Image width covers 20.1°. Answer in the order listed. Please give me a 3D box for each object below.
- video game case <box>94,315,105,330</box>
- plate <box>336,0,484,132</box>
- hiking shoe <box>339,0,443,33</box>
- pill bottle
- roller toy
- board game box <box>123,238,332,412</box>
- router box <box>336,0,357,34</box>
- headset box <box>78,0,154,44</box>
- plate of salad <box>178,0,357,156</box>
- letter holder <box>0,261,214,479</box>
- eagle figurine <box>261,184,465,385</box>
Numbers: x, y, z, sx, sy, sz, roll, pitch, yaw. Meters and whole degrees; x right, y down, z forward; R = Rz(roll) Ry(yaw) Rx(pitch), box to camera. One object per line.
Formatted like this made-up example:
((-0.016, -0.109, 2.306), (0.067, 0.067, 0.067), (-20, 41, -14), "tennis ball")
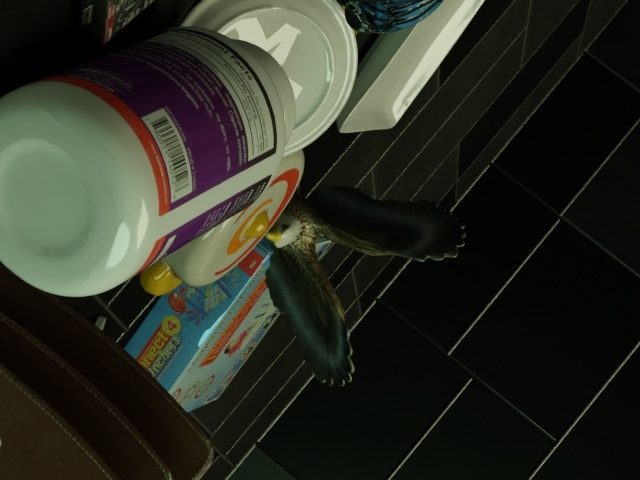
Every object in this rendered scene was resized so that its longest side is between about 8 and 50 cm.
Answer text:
((-0.278, 0.151, 2.114), (0.122, 0.011, 0.087), (-76, -175, -68), "video game case")
((0.128, -0.270, 2.454), (0.277, 0.045, 0.278), (-55, 168, 14), "plate")
((0.067, -0.241, 1.696), (0.132, 0.113, 0.304), (-56, 166, 25), "hiking shoe")
((-0.150, -0.082, 1.580), (0.181, 0.181, 0.323), (-58, 168, 30), "pill bottle")
((-0.116, -0.053, 1.902), (0.209, 0.146, 0.191), (-42, 166, -37), "roller toy")
((-0.139, 0.099, 2.466), (0.308, 0.086, 0.302), (-54, 169, 13), "board game box")
((0.048, -0.329, 1.837), (0.243, 0.081, 0.309), (-45, 168, -26), "router box")
((-0.167, -0.207, 1.498), (0.083, 0.032, 0.062), (-45, 167, -27), "headset box")
((-0.060, -0.171, 1.776), (0.200, 0.199, 0.048), (-54, -149, 13), "plate of salad")
((-0.264, 0.150, 1.554), (0.214, 0.302, 0.152), (-50, 169, -9), "letter holder")
((-0.005, 0.004, 2.135), (0.225, 0.298, 0.226), (-42, 165, -43), "eagle figurine")
